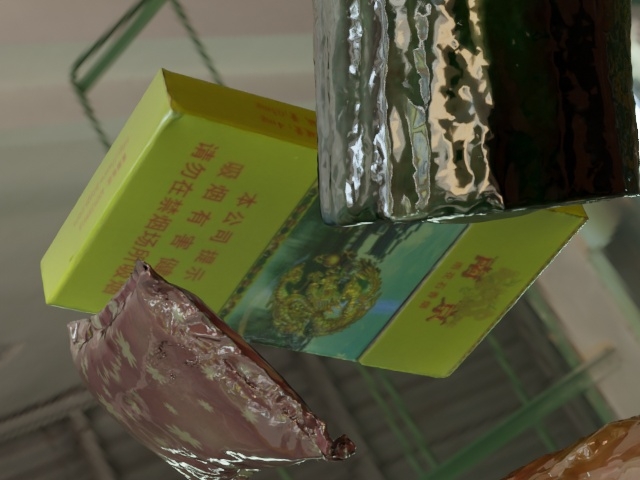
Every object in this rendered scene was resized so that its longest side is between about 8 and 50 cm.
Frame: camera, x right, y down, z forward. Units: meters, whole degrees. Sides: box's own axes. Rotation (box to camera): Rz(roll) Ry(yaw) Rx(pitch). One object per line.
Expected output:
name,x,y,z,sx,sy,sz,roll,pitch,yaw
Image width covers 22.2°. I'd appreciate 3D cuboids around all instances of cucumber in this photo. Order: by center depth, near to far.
cucumber,0.044,-0.062,0.554,0.062,0.116,0.115,8,-102,-64

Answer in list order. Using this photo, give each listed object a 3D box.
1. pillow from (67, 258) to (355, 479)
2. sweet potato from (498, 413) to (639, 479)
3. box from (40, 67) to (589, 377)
pillow,-0.058,0.065,0.696,0.118,0.185,0.043,45,-109,-3
sweet potato,0.085,0.116,0.457,0.131,0.336,0.131,25,-132,-31
box,0.000,0.000,1.112,0.335,0.187,0.047,13,-140,-32
